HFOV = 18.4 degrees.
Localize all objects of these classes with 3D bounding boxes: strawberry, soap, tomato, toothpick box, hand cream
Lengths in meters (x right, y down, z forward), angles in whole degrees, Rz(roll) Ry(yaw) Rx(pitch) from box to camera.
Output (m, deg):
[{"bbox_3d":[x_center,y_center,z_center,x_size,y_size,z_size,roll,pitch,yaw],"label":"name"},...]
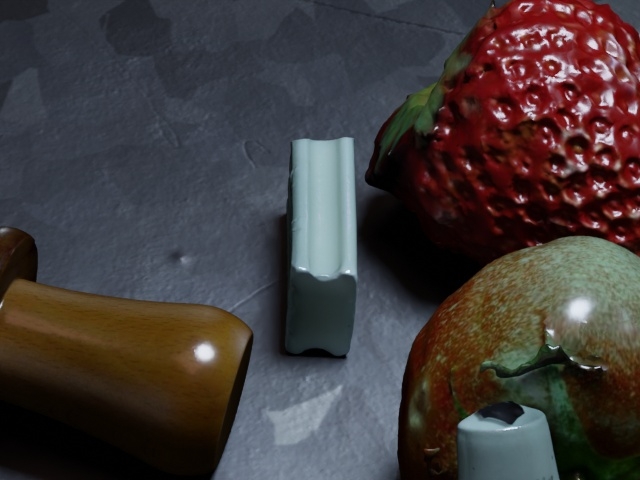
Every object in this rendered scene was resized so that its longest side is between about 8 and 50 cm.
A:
[{"bbox_3d":[0.233,-0.084,1.913,0.310,0.292,0.292,29,44,-12],"label":"strawberry"},{"bbox_3d":[0.000,0.000,1.908,0.066,0.119,0.198,3,45,-4],"label":"soap"},{"bbox_3d":[0.210,0.145,1.691,0.303,0.303,0.239,4,29,1],"label":"tomato"},{"bbox_3d":[-0.216,0.102,1.750,0.294,0.192,0.192,15,46,3],"label":"toothpick box"},{"bbox_3d":[0.159,0.285,1.538,0.109,0.321,0.067,-9,5,-15],"label":"hand cream"}]
